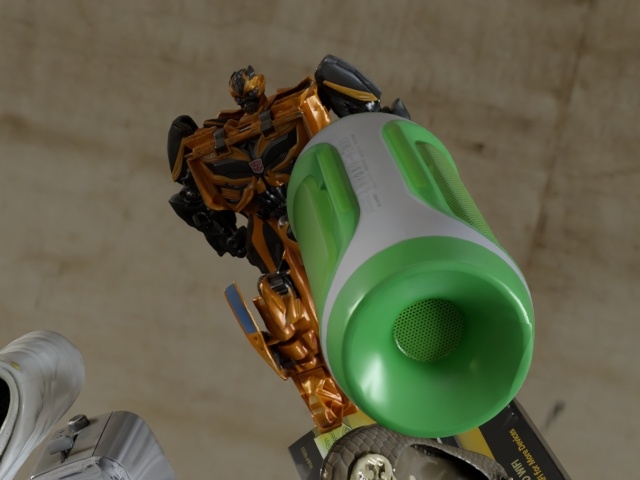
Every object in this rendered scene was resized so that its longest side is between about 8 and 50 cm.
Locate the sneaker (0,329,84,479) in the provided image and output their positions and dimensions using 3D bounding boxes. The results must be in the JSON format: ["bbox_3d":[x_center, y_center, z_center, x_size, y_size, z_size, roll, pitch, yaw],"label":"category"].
[{"bbox_3d":[-0.319,0.205,1.317,0.108,0.292,0.169,34,8,6],"label":"sneaker"}]

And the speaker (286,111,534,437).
[{"bbox_3d":[0.049,0.009,1.008,0.131,0.131,0.296,14,18,-11],"label":"speaker"}]

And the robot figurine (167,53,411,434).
[{"bbox_3d":[0.000,0.000,1.241,0.211,0.291,0.085,-21,18,22],"label":"robot figurine"}]

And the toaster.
[{"bbox_3d":[-0.197,0.279,1.496,0.129,0.227,0.146,-19,7,8],"label":"toaster"}]

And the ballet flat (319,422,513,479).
[{"bbox_3d":[0.085,0.190,1.218,0.058,0.084,0.250,9,-7,37],"label":"ballet flat"}]

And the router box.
[{"bbox_3d":[0.122,0.259,1.662,0.081,0.243,0.309,49,6,-36],"label":"router box"}]
